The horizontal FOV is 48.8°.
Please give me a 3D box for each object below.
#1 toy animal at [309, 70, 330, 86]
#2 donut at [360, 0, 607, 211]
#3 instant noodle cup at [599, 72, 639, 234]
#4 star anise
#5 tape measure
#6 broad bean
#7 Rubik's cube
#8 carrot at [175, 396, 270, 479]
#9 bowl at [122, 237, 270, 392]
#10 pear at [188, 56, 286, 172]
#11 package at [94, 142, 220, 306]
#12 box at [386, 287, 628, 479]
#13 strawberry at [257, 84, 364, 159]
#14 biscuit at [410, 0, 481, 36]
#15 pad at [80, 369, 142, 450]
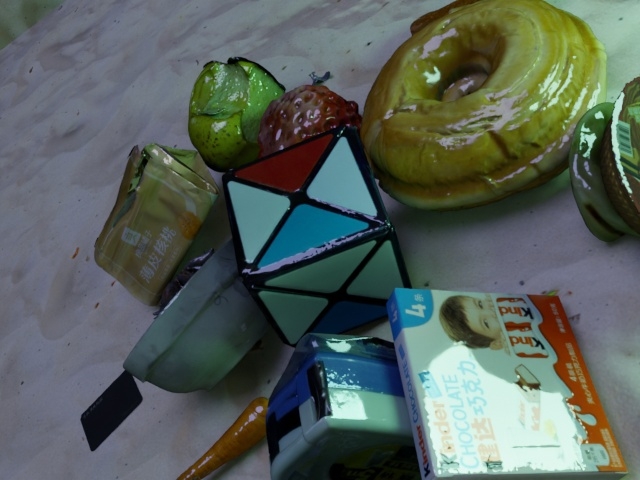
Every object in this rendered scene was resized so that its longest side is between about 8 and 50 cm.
[{"bbox_3d":[-0.014,-0.383,1.667,0.084,0.028,0.050,-31,55,15],"label":"toy animal"},{"bbox_3d":[0.270,-0.242,1.231,0.449,0.198,0.448,-21,47,24],"label":"donut"},{"bbox_3d":[0.465,-0.088,0.968,0.091,0.274,0.274,-31,38,58],"label":"instant noodle cup"},{"bbox_3d":[-0.284,0.098,1.485,0.204,0.061,0.180,-48,5,1],"label":"star anise"},{"bbox_3d":[0.050,0.273,0.987,0.262,0.259,0.138,-56,32,31],"label":"tape measure"},{"bbox_3d":[0.423,-0.101,1.046,0.072,0.153,0.206,-19,74,45],"label":"broad bean"},{"bbox_3d":[-0.001,0.000,1.190,0.250,0.246,0.248,-21,53,3],"label":"Rubik's cube"},{"bbox_3d":[-0.161,0.360,1.222,0.257,0.061,0.061,-43,44,-4],"label":"carrot"},{"bbox_3d":[-0.205,0.159,1.289,0.307,0.163,0.307,-47,1,1],"label":"bowl"},{"bbox_3d":[-0.237,-0.285,1.681,0.238,0.164,0.255,3,65,38],"label":"pear"},{"bbox_3d":[-0.380,-0.047,1.548,0.311,0.165,0.221,-57,40,22],"label":"package"},{"bbox_3d":[0.237,0.188,0.938,0.048,0.265,0.273,110,158,-48],"label":"box"},{"bbox_3d":[-0.043,-0.177,1.461,0.265,0.149,0.336,-10,56,31],"label":"strawberry"},{"bbox_3d":[0.330,-0.473,1.402,0.324,0.049,0.205,-26,21,18],"label":"biscuit"},{"bbox_3d":[-0.447,0.358,1.500,0.157,0.003,0.112,-46,43,2],"label":"pad"}]
